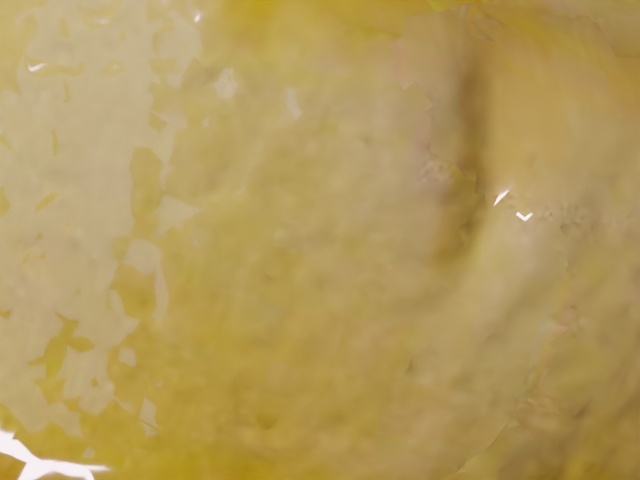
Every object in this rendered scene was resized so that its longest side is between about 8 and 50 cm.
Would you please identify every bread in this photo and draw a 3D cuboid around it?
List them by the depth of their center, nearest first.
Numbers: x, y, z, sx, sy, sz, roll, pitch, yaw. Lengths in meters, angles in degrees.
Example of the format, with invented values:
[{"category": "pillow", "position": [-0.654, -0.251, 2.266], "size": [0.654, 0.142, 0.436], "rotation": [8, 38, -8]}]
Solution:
[{"category": "bread", "position": [0.000, 0.000, 0.432], "size": [0.270, 0.270, 0.148], "rotation": [24, 104, 45]}]
